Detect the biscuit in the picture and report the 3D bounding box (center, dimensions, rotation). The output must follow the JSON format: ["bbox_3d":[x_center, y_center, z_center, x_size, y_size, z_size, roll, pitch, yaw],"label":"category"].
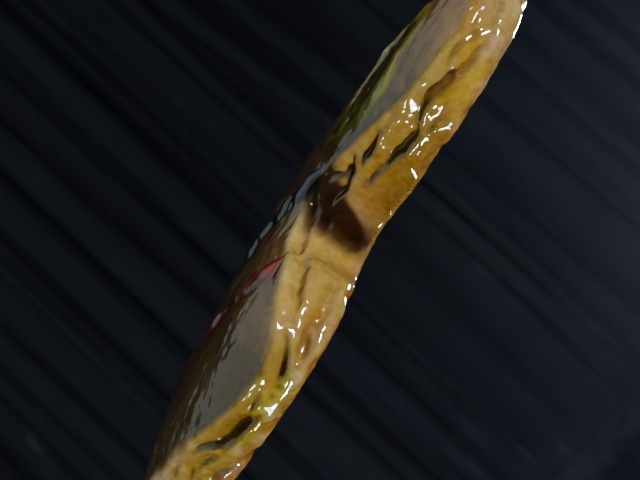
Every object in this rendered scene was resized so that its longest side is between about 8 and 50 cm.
[{"bbox_3d":[-0.002,-0.001,0.934,0.277,0.052,0.262,-61,-175,-30],"label":"biscuit"}]
